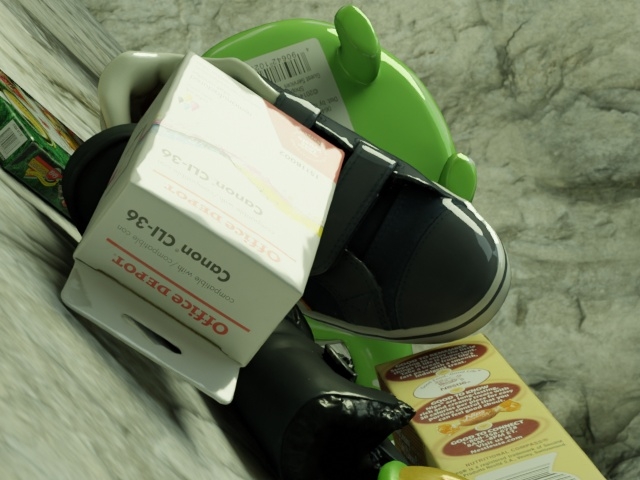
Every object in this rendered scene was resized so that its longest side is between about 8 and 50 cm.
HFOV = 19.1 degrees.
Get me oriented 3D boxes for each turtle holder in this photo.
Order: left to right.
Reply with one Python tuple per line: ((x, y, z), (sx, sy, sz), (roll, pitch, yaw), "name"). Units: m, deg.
((0.007, -0.018, 1.544), (0.320, 0.243, 0.227), (39, -15, -1), "turtle holder")

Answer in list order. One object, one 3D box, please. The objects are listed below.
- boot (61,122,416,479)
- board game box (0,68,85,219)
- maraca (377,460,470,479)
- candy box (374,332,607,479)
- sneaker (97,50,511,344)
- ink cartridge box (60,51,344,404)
((-0.041, 0.054, 1.152), (0.246, 0.094, 0.207), (54, -5, -35), "boot")
((-0.169, -0.046, 1.293), (0.136, 0.030, 0.259), (52, 4, 31), "board game box")
((0.060, 0.184, 0.917), (0.127, 0.099, 0.186), (56, 14, -31), "maraca")
((0.122, 0.195, 1.168), (0.316, 0.087, 0.183), (-122, -163, -72), "candy box")
((-0.025, -0.033, 1.300), (0.321, 0.126, 0.127), (24, -15, 24), "sneaker")
((-0.062, -0.010, 1.061), (0.115, 0.067, 0.198), (32, 32, -11), "ink cartridge box")
